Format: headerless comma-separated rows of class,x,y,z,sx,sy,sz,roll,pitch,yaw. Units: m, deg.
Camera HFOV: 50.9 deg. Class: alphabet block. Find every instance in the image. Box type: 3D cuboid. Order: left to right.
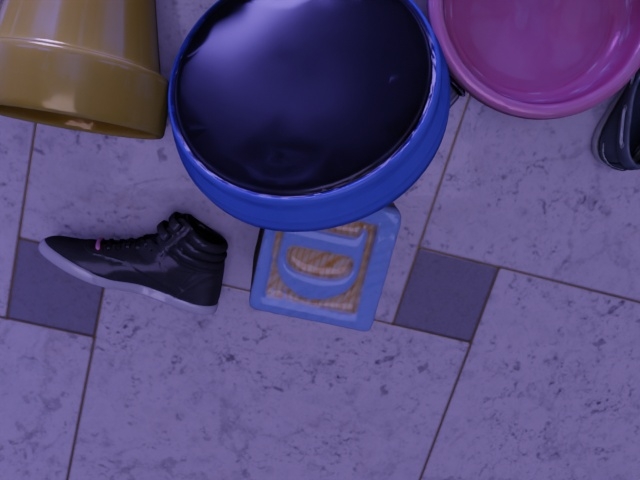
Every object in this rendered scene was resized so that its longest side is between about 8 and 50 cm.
alphabet block,0.000,0.000,1.033,0.192,0.197,0.193,14,106,-7

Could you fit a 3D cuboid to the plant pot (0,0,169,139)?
plant pot,-0.324,-0.276,0.912,0.254,0.254,0.239,9,93,-6

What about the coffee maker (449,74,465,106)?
coffee maker,0.100,-0.213,1.026,0.171,0.120,0.178,45,100,11

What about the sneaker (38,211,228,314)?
sneaker,-0.284,0.007,1.073,0.295,0.104,0.147,19,104,-15

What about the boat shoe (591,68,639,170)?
boat shoe,0.532,-0.255,1.032,0.116,0.099,0.320,19,106,-9

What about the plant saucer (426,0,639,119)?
plant saucer,0.314,-0.339,0.972,0.332,0.084,0.332,0,93,-2

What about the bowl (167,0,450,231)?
bowl,-0.023,-0.205,0.907,0.391,0.077,0.391,-4,69,9
